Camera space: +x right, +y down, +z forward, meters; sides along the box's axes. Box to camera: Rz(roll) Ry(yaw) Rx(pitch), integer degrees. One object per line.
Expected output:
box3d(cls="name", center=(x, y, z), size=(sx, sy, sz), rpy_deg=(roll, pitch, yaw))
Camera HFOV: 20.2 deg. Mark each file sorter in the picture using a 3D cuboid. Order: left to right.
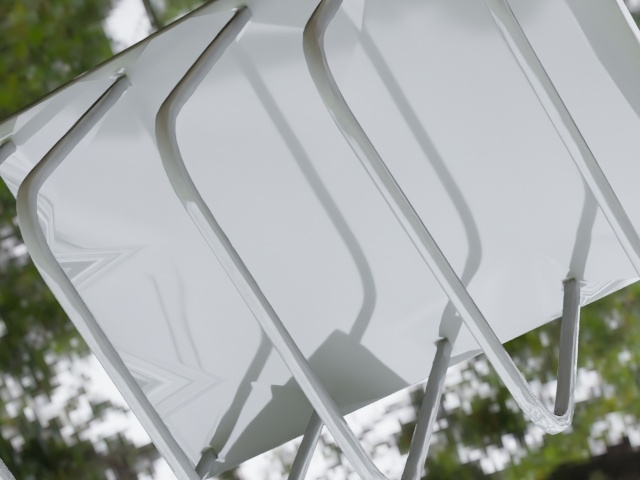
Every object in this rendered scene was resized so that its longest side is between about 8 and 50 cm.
box3d(cls="file sorter", center=(0.000, 0.000, 0.715), size=(0.277, 0.193, 0.173), rpy_deg=(-27, -166, 19))
